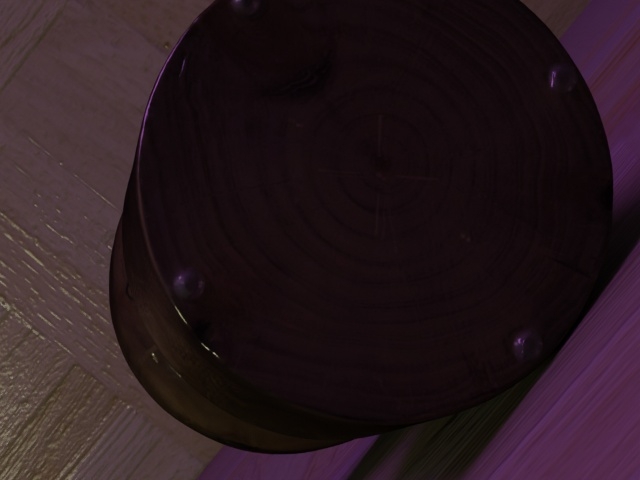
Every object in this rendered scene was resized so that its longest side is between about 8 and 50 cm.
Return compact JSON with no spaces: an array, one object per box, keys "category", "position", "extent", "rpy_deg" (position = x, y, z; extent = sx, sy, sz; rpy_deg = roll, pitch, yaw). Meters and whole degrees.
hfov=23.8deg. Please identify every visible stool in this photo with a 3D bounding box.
[{"category":"stool","position":[0.000,0.000,0.667],"extent":[0.179,0.179,0.264],"rpy_deg":[-51,1,-15]}]
